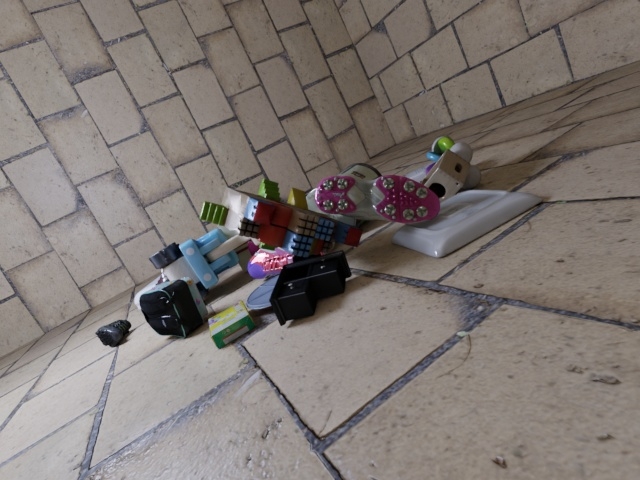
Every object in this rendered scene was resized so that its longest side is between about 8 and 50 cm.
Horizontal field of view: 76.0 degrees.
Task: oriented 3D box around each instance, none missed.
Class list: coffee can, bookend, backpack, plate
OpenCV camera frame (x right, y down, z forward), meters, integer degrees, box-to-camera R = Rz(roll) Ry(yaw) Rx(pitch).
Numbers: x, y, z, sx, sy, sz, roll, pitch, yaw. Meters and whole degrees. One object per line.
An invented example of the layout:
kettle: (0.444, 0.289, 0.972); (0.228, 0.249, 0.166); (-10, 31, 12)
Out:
coffee can: (0.094, -0.141, 1.469); (0.201, 0.202, 0.275); (-17, 15, 39)
bookend: (-0.018, 0.104, 0.928); (0.156, 0.072, 0.157); (-14, 23, 15)
backpack: (-0.449, 0.202, 1.239); (0.188, 0.166, 0.144); (-15, 14, 32)
plate: (0.329, -0.058, 0.992); (0.277, 0.045, 0.278); (-27, 12, -7)

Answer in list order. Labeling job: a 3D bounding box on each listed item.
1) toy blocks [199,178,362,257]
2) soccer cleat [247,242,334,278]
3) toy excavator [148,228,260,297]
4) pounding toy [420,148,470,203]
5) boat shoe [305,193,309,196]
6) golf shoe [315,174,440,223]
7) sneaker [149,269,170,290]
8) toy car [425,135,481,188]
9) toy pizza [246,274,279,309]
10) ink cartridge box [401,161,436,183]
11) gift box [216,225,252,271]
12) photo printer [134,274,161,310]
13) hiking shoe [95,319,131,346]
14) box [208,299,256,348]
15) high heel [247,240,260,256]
toy blocks: (-0.076, -0.036, 1.050); (0.381, 0.191, 0.260); (12, 8, -37)
soccer cleat: (-0.109, 0.058, 1.296); (0.318, 0.109, 0.116); (-20, 17, 20)
toy excavator: (-0.364, 0.033, 1.488); (0.445, 0.222, 0.433); (-34, 8, -13)
pounding toy: (0.323, -0.124, 1.169); (0.181, 0.094, 0.206); (-54, -3, -46)
boat shoe: (0.006, -0.146, 1.775); (0.065, 0.206, 0.075); (30, 96, 57)
golf shoe: (0.145, -0.102, 1.038); (0.306, 0.116, 0.140); (10, -3, 15)
sneaker: (-0.652, 0.175, 1.663); (0.162, 0.106, 0.282); (-23, 49, 18)
toy car: (0.391, -0.225, 1.263); (0.136, 0.182, 0.159); (-33, 29, 3)
toy pizza: (-0.105, 0.136, 1.108); (0.201, 0.032, 0.201); (-22, 15, 6)
ink cartridge box: (0.391, -0.222, 1.461); (0.203, 0.086, 0.148); (-24, 11, 15)
gift box: (-0.270, -0.049, 1.737); (0.258, 0.255, 0.276); (-29, 15, -4)
photo printer: (-0.673, 0.204, 1.860); (0.255, 0.107, 0.307); (-23, 13, 12)
hiking shoe: (-0.778, 0.337, 1.558); (0.226, 0.086, 0.114); (-13, 21, 50)
box: (-0.232, 0.208, 1.051); (0.105, 0.043, 0.179); (-29, 14, -12)
high heel: (-0.156, 0.003, 1.586); (0.244, 0.117, 0.082); (-28, 12, -7)
